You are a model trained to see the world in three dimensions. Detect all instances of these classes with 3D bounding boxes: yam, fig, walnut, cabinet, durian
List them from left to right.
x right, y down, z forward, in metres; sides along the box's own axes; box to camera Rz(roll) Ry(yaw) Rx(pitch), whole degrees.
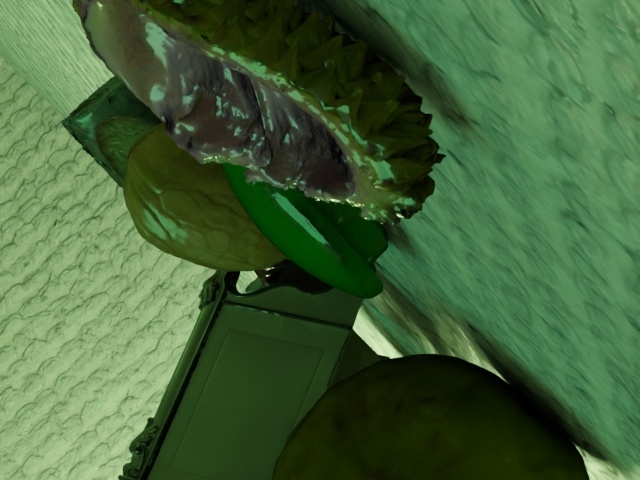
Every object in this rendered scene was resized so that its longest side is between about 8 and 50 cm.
[{"bbox_3d":[-0.166,-0.102,1.960,0.254,0.154,0.154,45,175,-32],"label":"yam"},{"bbox_3d":[-0.105,-0.047,1.824,0.206,0.159,0.159,23,178,-10],"label":"walnut"},{"bbox_3d":[-0.045,-0.128,1.169,0.341,0.112,0.191,24,150,52],"label":"durian"},{"bbox_3d":[-0.035,0.221,2.066,0.227,0.318,0.290,8,156,34],"label":"cabinet"},{"bbox_3d":[0.125,0.280,1.818,0.343,0.343,0.343,45,174,6],"label":"fig"}]

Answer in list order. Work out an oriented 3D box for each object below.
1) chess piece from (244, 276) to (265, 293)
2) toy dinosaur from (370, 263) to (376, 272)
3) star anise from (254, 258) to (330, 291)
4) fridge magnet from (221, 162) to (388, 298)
[{"bbox_3d":[0.017,0.164,2.383,0.194,0.194,0.299,36,159,57],"label":"chess piece"},{"bbox_3d":[0.000,0.000,1.937,0.132,0.059,0.096,32,173,36],"label":"toy dinosaur"},{"bbox_3d":[-0.102,-0.022,2.205,0.349,0.109,0.292,43,165,15],"label":"star anise"},{"bbox_3d":[-0.013,-0.027,1.663,0.208,0.088,0.208,45,175,5],"label":"fridge magnet"}]
